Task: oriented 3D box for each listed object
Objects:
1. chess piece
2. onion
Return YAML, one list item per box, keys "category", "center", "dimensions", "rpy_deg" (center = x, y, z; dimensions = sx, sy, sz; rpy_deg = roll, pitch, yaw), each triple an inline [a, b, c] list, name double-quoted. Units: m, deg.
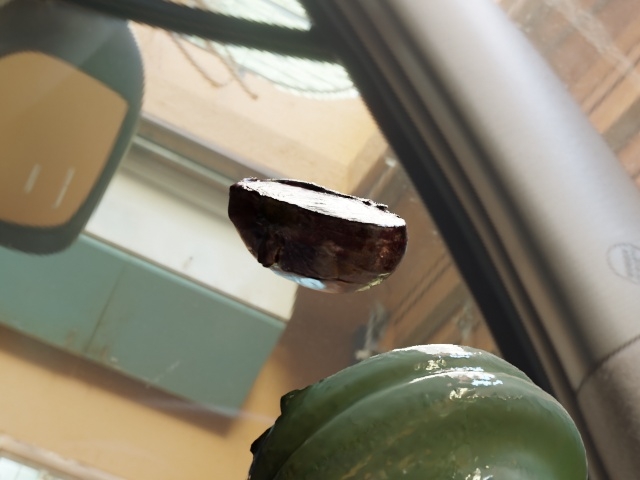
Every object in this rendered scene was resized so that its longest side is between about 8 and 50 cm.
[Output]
- category: "chess piece"
  center: [0.086, 0.185, 0.365]
  dimensions: [0.176, 0.175, 0.298]
  rpy_deg: [-61, -147, 16]
- category: "onion"
  center: [0.000, 0.000, 1.012]
  dimensions: [0.205, 0.151, 0.098]
  rpy_deg: [21, -74, 38]
